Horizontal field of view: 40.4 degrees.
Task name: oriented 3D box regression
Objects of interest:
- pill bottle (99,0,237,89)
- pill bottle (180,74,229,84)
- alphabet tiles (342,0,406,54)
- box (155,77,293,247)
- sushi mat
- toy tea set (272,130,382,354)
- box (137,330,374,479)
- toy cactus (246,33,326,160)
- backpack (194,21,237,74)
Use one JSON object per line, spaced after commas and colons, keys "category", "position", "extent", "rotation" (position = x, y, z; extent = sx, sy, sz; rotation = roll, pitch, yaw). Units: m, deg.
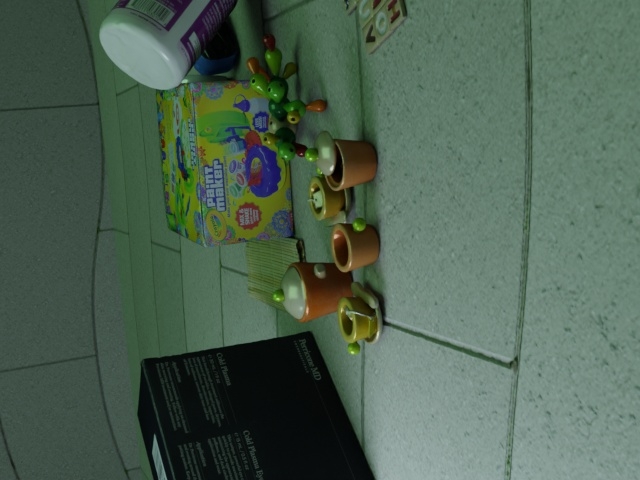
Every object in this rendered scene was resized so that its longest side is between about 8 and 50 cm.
{"category": "pill bottle", "position": [-0.250, -0.433, 1.566], "extent": [0.302, 0.169, 0.169], "rotation": [-60, 9, -23]}
{"category": "pill bottle", "position": [-0.248, -0.240, 1.837], "extent": [0.117, 0.117, 0.208], "rotation": [-169, 76, -67]}
{"category": "alphabet tiles", "position": [0.065, -0.387, 1.185], "extent": [0.198, 0.009, 0.237], "rotation": [148, 113, -66]}
{"category": "box", "position": [-0.188, -0.155, 1.655], "extent": [0.279, 0.177, 0.290], "rotation": [-160, 65, -66]}
{"category": "sushi mat", "position": [-0.091, 0.062, 1.698], "extent": [0.316, 0.019, 0.151], "rotation": [-169, 74, -67]}
{"category": "toy tea set", "position": [0.000, 0.000, 1.314], "extent": [0.200, 0.124, 0.336], "rotation": [-153, 58, -64]}
{"category": "box", "position": [-0.119, 0.359, 1.475], "extent": [0.179, 0.312, 0.343], "rotation": [106, 149, -45]}
{"category": "toy cactus", "position": [-0.058, -0.218, 1.456], "extent": [0.180, 0.112, 0.219], "rotation": [86, 165, -66]}
{"category": "backpack", "position": [-0.225, -0.394, 1.781], "extent": [0.120, 0.098, 0.101], "rotation": [59, 155, 21]}
